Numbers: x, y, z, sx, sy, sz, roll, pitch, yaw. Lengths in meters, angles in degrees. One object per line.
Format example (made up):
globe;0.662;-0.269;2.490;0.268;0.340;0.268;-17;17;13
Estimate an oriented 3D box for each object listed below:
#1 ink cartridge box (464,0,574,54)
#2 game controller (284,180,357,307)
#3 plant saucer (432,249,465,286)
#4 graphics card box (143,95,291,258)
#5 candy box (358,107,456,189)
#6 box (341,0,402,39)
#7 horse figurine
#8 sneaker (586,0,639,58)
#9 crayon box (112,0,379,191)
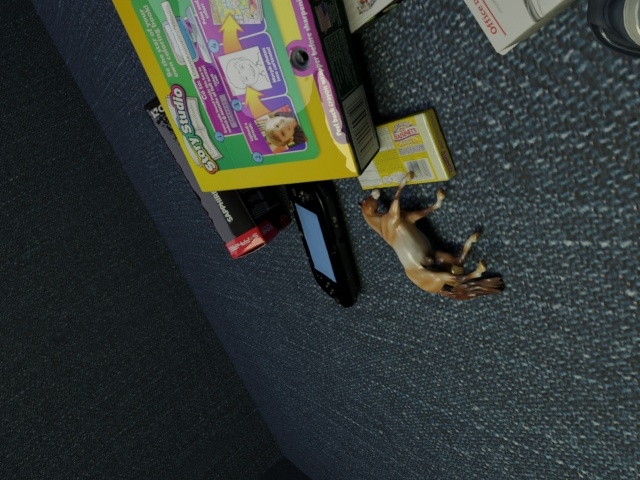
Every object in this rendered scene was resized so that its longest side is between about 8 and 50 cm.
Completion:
ink cartridge box;0.200;-0.264;0.476;0.104;0.060;0.180;57;153;0
game controller;0.000;0.000;1.074;0.166;0.067;0.320;21;135;49
plant saucer;0.213;0.055;0.840;0.083;0.015;0.084;39;147;31
graphics card box;-0.216;-0.159;1.097;0.371;0.094;0.233;61;-164;-8
candy box;0.116;-0.139;0.779;0.205;0.027;0.105;3;120;57
box;0.053;-0.352;0.650;0.207;0.036;0.114;-7;113;60
horse figurine;0.168;0.005;0.784;0.263;0.066;0.174;51;145;7
sneaker;0.320;-0.178;0.354;0.226;0.163;0.086;3;112;10
crayon box;-0.110;-0.262;0.731;0.312;0.106;0.363;-1;123;30
